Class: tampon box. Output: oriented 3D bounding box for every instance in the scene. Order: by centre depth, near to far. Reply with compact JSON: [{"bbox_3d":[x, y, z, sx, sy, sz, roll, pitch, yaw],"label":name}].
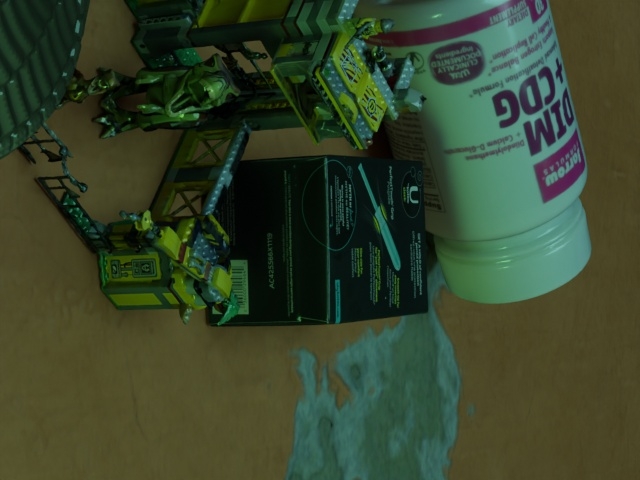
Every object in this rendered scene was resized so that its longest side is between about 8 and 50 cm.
[{"bbox_3d":[0.000,0.000,1.191,0.161,0.101,0.120,-1,90,-61],"label":"tampon box"}]

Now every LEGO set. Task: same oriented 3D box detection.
[{"bbox_3d":[-0.069,-0.112,0.988,0.331,0.192,0.255,64,38,-35],"label":"LEGO set"}]

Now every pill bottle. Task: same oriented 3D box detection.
[{"bbox_3d":[0.137,-0.099,1.378,0.160,0.160,0.283,-52,131,-49],"label":"pill bottle"}]

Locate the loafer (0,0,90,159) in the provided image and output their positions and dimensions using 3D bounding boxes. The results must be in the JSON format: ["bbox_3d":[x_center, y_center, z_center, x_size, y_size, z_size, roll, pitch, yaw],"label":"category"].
[{"bbox_3d":[-0.164,-0.146,0.815,0.102,0.092,0.268,79,25,-52],"label":"loafer"}]
